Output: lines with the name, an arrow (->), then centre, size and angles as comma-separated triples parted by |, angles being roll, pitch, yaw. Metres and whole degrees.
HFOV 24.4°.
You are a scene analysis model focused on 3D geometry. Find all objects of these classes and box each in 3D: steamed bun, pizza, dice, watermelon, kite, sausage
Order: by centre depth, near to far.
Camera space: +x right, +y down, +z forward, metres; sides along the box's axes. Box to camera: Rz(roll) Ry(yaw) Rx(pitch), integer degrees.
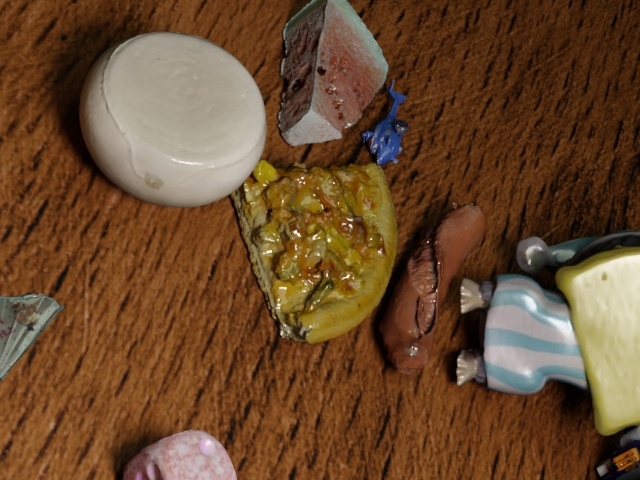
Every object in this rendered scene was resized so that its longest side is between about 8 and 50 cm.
kite -> -0.419, 0.068, 1.566 | 0.335, 0.011, 0.314 | 10, 55, -37
dice -> -0.152, 0.262, 1.594 | 0.091, 0.093, 0.094 | -12, 68, -45
steamed bun -> -0.186, -0.137, 1.815 | 0.231, 0.145, 0.232 | 12, 56, -18
pizza -> 0.027, 0.010, 1.946 | 0.268, 0.087, 0.258 | -2, 66, -45
sausage -> 0.146, 0.059, 2.005 | 0.327, 0.087, 0.079 | -60, 145, -44
watermelon -> 0.007, -0.222, 2.104 | 0.154, 0.094, 0.241 | 43, 42, -23

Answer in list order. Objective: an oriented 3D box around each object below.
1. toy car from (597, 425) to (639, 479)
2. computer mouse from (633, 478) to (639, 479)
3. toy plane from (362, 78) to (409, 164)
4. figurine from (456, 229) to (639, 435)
toy car -> 0.523, 0.287, 2.086 | 0.301, 0.193, 0.118 | -4, 63, -41
computer mouse -> 0.437, 0.466, 1.914 | 0.182, 0.116, 0.323 | 6, 69, -10
toy plane -> 0.098, -0.169, 2.161 | 0.062, 0.054, 0.167 | 16, 47, 1
figurine -> 0.377, 0.113, 2.113 | 0.377, 0.361, 0.266 | -39, 132, -83
